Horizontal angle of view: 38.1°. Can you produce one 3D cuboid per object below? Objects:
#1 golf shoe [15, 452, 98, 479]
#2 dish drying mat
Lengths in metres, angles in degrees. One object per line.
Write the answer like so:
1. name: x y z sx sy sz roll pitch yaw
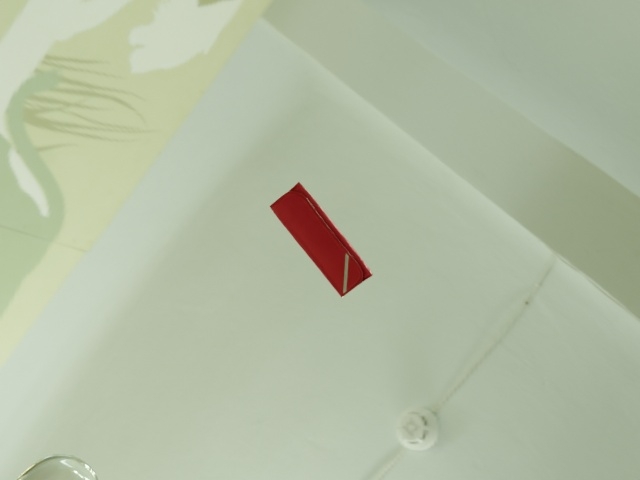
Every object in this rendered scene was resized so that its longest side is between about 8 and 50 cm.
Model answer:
1. golf shoe: -0.148 0.184 0.460 0.086 0.069 0.176 -44 -156 52
2. dish drying mat: 0.000 0.000 0.653 0.032 0.008 0.083 -38 -88 30
